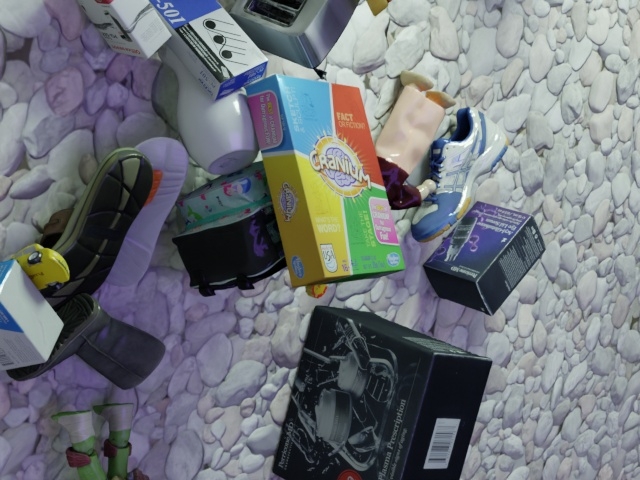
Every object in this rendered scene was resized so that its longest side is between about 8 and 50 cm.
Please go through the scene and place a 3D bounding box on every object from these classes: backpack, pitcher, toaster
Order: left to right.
[{"bbox_3d":[-0.153,-0.210,1.711,0.177,0.125,0.207,3,61,-51],"label":"pitcher"},{"bbox_3d":[-0.097,-0.032,1.780,0.253,0.225,0.191,-19,94,-47],"label":"backpack"},{"bbox_3d":[-0.037,-0.378,1.749,0.168,0.185,0.110,-59,156,-10],"label":"toaster"}]

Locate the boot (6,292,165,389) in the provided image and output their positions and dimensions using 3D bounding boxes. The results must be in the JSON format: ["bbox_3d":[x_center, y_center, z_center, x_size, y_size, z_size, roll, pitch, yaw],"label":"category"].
[{"bbox_3d":[-0.365,0.185,1.710,0.189,0.076,0.208,-36,149,1],"label":"boot"}]

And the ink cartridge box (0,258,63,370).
[{"bbox_3d":[-0.494,0.117,1.504,0.078,0.231,0.134,-78,149,-47],"label":"ink cartridge box"}]

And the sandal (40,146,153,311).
[{"bbox_3d":[-0.356,-0.014,1.631,0.303,0.086,0.120,-55,144,7],"label":"sandal"}]

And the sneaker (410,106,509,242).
[{"bbox_3d":[0.249,-0.136,2.178,0.131,0.112,0.296,43,71,-24],"label":"sneaker"}]

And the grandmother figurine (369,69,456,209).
[{"bbox_3d":[0.133,-0.138,2.060,0.207,0.104,0.342,33,82,-16],"label":"grandmother figurine"}]

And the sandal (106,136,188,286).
[{"bbox_3d":[-0.290,-0.054,1.705,0.102,0.076,0.265,15,115,-21],"label":"sandal"}]

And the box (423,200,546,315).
[{"bbox_3d":[0.343,0.035,2.266,0.207,0.153,0.108,-48,130,-22],"label":"box"}]

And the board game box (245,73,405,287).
[{"bbox_3d":[0.011,-0.092,1.705,0.242,0.064,0.317,-4,78,-56],"label":"board game box"}]

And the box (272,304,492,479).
[{"bbox_3d":[0.108,0.330,2.028,0.179,0.312,0.343,11,95,-44],"label":"box"}]

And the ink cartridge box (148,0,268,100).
[{"bbox_3d":[-0.182,-0.314,1.642,0.097,0.207,0.046,-32,165,-32],"label":"ink cartridge box"}]

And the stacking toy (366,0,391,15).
[{"bbox_3d":[0.067,-0.547,1.723,0.130,0.279,0.309,-24,125,8],"label":"stacking toy"}]

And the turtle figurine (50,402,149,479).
[{"bbox_3d":[-0.373,0.402,1.747,0.197,0.274,0.266,-5,87,-19],"label":"turtle figurine"}]

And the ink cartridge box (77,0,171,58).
[{"bbox_3d":[-0.295,-0.336,1.585,0.056,0.099,0.135,-50,130,-20],"label":"ink cartridge box"}]

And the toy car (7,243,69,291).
[{"bbox_3d":[-0.466,0.071,1.549,0.053,0.239,0.225,-78,178,-47],"label":"toy car"}]

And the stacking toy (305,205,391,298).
[{"bbox_3d":[0.000,0.000,1.922,0.221,0.167,0.052,-45,131,-25],"label":"stacking toy"}]
